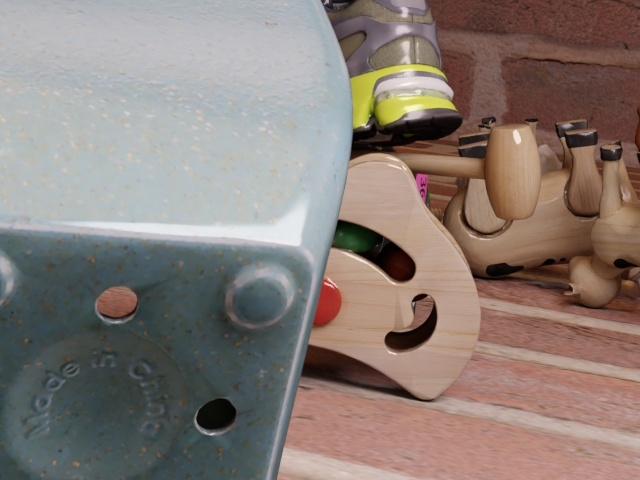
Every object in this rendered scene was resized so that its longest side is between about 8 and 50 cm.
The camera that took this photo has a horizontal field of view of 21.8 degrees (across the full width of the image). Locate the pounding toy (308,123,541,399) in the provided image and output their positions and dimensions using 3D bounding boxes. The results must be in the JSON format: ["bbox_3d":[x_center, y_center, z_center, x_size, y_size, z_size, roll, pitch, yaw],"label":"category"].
[{"bbox_3d":[0.022,0.023,1.097,0.270,0.154,0.155,-12,6,4],"label":"pounding toy"}]

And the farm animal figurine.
[{"bbox_3d":[0.256,-0.020,1.548,0.327,0.172,0.330,-3,12,21],"label":"farm animal figurine"}]

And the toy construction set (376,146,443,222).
[{"bbox_3d":[0.000,-0.169,1.941,0.237,0.308,0.257,0,1,-11],"label":"toy construction set"}]

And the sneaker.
[{"bbox_3d":[0.009,-0.126,1.223,0.111,0.121,0.300,0,-2,-29],"label":"sneaker"}]

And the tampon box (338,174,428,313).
[{"bbox_3d":[0.000,0.000,1.259,0.101,0.120,0.161,9,8,29],"label":"tampon box"}]

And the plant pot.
[{"bbox_3d":[-0.115,0.009,0.709,0.247,0.247,0.252,5,24,-19],"label":"plant pot"}]
